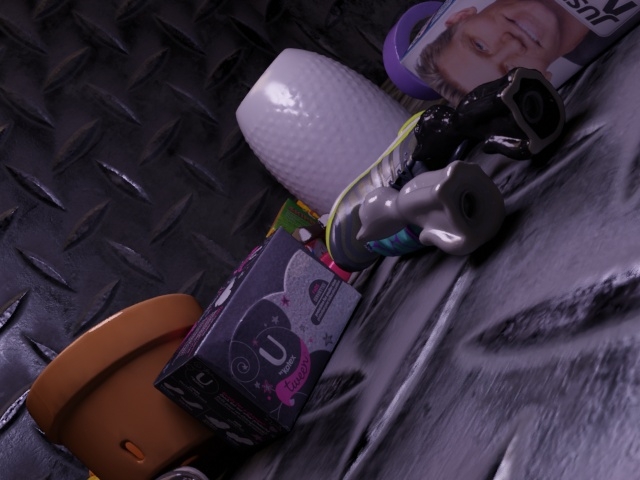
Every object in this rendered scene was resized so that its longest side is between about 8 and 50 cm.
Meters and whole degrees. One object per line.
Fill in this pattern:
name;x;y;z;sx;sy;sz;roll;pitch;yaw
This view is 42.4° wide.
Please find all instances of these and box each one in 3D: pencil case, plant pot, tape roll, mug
pencil case;0.108;-0.018;1.075;0.064;0.070;0.152;-54;8;-16
plant pot;-0.248;0.247;1.208;0.291;0.203;0.291;-34;-19;-13
tape roll;0.230;-0.392;1.712;0.189;0.189;0.080;-54;7;-16
mug;0.019;-0.232;1.681;0.276;0.328;0.374;-48;8;26

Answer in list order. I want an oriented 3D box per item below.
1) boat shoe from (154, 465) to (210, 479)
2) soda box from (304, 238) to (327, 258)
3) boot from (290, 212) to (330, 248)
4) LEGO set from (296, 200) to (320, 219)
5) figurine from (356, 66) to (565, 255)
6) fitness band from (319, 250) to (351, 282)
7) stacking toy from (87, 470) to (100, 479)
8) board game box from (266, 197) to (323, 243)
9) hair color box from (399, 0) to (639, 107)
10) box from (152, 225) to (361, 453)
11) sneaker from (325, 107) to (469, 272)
boat shoe;-0.271;0.431;1.078;0.335;0.112;0.095;-47;3;8
soda box;-0.086;0.103;1.673;0.263;0.083;0.092;-48;8;27
boot;0.000;0.000;1.563;0.106;0.037;0.114;-29;-27;8
LEGO set;-0.006;-0.083;2.172;0.227;0.093;0.087;-58;-23;-14
figurine;0.138;-0.080;0.925;0.214;0.092;0.209;-55;22;-18
fitness band;0.008;0.055;1.427;0.209;0.054;0.291;-54;6;-13
stacking toy;-0.335;0.448;1.353;0.175;0.166;0.301;-31;30;39
board game box;-0.047;-0.020;1.880;0.039;0.124;0.259;-50;7;20
hair color box;0.266;-0.287;0.991;0.105;0.174;0.347;-58;9;-35
box;-0.078;0.134;1.124;0.142;0.163;0.247;-38;15;49
sneaker;0.116;-0.081;1.220;0.299;0.111;0.121;-55;11;-8
